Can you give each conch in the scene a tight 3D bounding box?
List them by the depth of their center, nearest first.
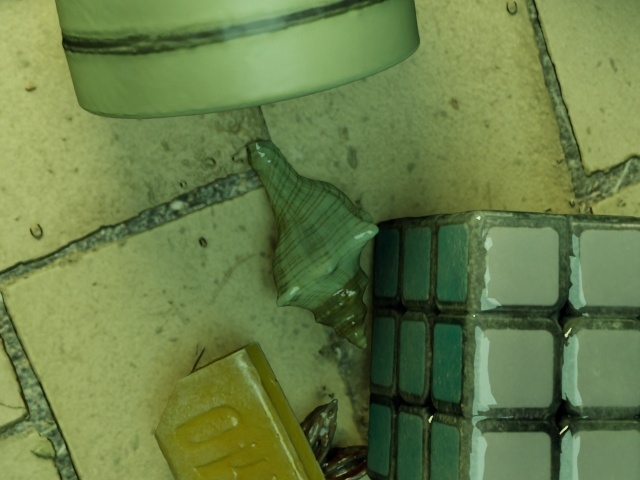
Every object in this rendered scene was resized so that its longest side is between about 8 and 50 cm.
[{"bbox_3d":[0.011,0.005,1.496,0.137,0.114,0.234,-8,100,-28],"label":"conch"}]

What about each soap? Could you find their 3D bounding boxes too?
[{"bbox_3d":[-0.083,0.241,1.489,0.140,0.073,0.232,-26,91,12],"label":"soap"}]

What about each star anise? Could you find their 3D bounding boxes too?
[{"bbox_3d":[-0.020,0.298,1.569,0.230,0.081,0.262,-25,98,-10],"label":"star anise"}]

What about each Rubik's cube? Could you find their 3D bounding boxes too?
[{"bbox_3d":[0.235,0.125,1.455,0.303,0.301,0.305,1,87,-16],"label":"Rubik's cube"}]

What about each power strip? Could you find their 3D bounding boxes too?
[{"bbox_3d":[-0.070,-0.233,1.298,0.357,0.357,0.161,-15,108,-13],"label":"power strip"}]
